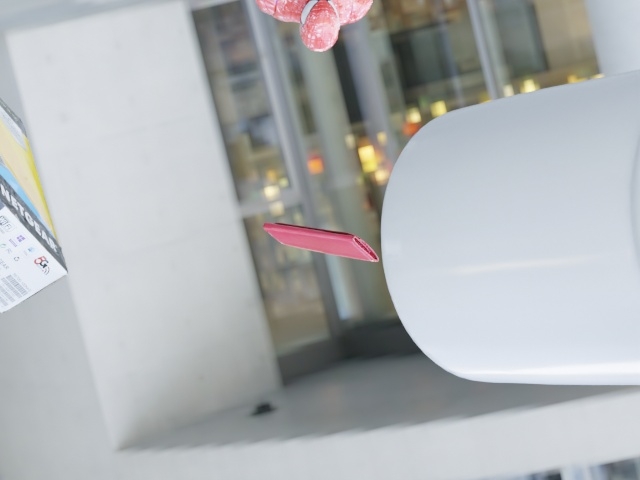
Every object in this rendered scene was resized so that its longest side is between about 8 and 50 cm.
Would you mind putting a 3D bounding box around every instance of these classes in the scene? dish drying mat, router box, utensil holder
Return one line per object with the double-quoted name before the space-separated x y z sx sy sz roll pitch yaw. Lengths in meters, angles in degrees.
"dish drying mat" 0.000 0.000 1.162 0.083 0.008 0.032 8 155 42
"router box" -0.201 -0.064 0.861 0.046 0.179 0.133 -31 -133 5
"utensil holder" 0.296 -0.007 1.739 0.328 0.327 0.385 -18 -173 -40

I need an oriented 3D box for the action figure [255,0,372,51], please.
"action figure" -0.004 -0.253 1.174 0.091 0.280 0.139 3 140 -9
